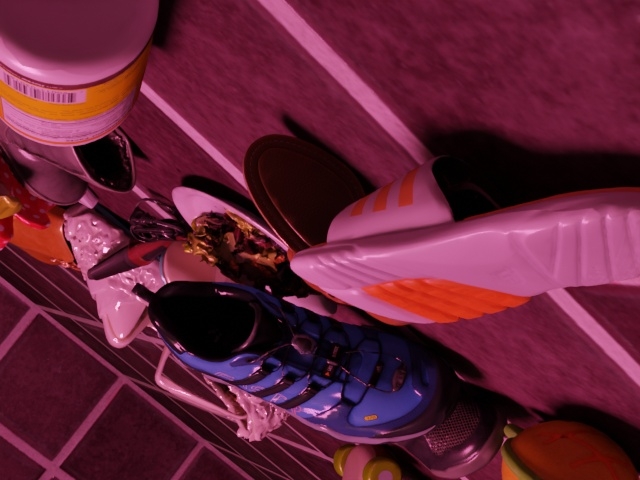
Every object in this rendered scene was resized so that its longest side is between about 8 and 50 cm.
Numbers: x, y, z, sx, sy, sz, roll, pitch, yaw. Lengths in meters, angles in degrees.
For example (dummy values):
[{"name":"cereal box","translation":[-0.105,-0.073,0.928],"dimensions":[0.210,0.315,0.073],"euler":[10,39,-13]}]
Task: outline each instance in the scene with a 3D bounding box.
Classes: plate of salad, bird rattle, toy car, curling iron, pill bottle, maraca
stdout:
[{"name":"plate of salad","translation":[-0.071,0.019,1.138],"dimensions":[0.200,0.048,0.200],"euler":[34,163,12]},{"name":"bird rattle","translation":[-0.395,-0.086,1.340],"dimensions":[0.253,0.143,0.207],"euler":[-61,-52,-75]},{"name":"toy car","translation":[0.123,0.371,1.655],"dimensions":[0.188,0.149,0.155],"euler":[11,175,-17]},{"name":"curling iron","translation":[-0.218,0.006,1.344],"dimensions":[0.068,0.035,0.274],"euler":[33,154,-16]},{"name":"pill bottle","translation":[-0.177,-0.135,0.800],"dimensions":[0.117,0.117,0.215],"euler":[38,164,-4]},{"name":"maraca","translation":[0.208,0.199,0.979],"dimensions":[0.127,0.099,0.186],"euler":[30,-172,0]}]

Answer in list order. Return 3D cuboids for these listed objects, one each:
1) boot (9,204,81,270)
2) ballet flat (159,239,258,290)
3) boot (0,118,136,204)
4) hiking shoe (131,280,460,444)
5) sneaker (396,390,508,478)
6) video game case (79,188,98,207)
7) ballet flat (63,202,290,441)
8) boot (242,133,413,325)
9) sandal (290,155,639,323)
[{"name":"boot","translation":[-0.422,-0.056,1.600],"dimensions":[0.211,0.104,0.295],"euler":[17,160,38]},{"name":"ballet flat","translation":[-0.092,0.071,1.299],"dimensions":[0.086,0.086,0.248],"euler":[26,163,33]},{"name":"boot","translation":[-0.255,-0.086,1.214],"dimensions":[0.208,0.076,0.190],"euler":[13,155,40]},{"name":"hiking shoe","translation":[-0.024,0.112,1.074],"dimensions":[0.304,0.113,0.132],"euler":[11,167,18]},{"name":"sneaker","translation":[0.082,0.159,1.137],"dimensions":[0.130,0.087,0.227],"euler":[37,171,-24]},{"name":"video game case","translation":[-0.362,-0.109,1.440],"dimensions":[0.157,0.019,0.143],"euler":[25,161,34]},{"name":"ballet flat","translation":[-0.194,0.115,1.515],"dimensions":[0.409,0.147,0.147],"euler":[39,164,-7]},{"name":"boot","translation":[0.000,0.000,0.899],"dimensions":[0.197,0.073,0.152],"euler":[44,167,-14]},{"name":"sandal","translation":[0.098,-0.010,0.679],"dimensions":[0.265,0.076,0.102],"euler":[-13,147,43]}]
